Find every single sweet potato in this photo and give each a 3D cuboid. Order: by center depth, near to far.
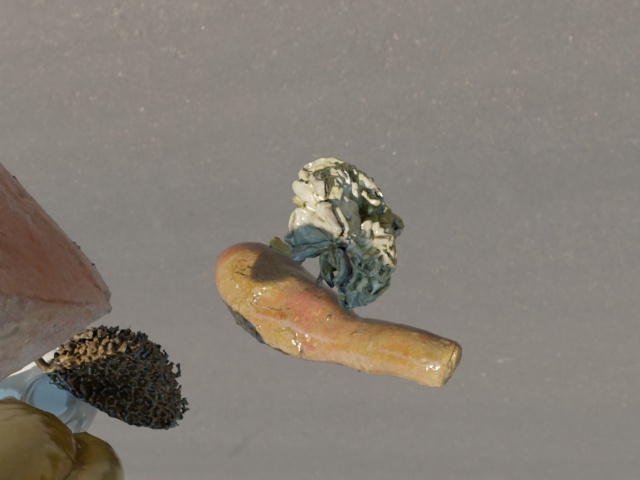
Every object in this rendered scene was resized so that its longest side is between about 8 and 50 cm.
[{"bbox_3d":[-0.008,0.090,0.880,0.385,0.109,0.109,25,157,44],"label":"sweet potato"}]

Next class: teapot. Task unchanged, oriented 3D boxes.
[{"bbox_3d":[-0.334,0.191,0.908,0.145,0.226,0.092,32,161,-25],"label":"teapot"}]

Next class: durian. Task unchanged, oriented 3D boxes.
[{"bbox_3d":[-0.224,0.136,0.841,0.188,0.091,0.148,19,179,-16],"label":"durian"}]

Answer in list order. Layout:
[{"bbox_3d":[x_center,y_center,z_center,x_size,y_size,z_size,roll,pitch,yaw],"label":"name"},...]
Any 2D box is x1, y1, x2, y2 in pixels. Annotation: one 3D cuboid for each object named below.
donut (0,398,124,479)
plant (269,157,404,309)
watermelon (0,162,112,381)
[{"bbox_3d":[-0.374,0.294,0.644,0.449,0.449,0.198,-17,100,33],"label":"donut"},{"bbox_3d":[0.000,0.000,0.616,0.122,0.116,0.104,-23,132,32],"label":"plant"},{"bbox_3d":[-0.261,-0.028,0.388,0.283,0.292,0.250,30,129,43],"label":"watermelon"}]
